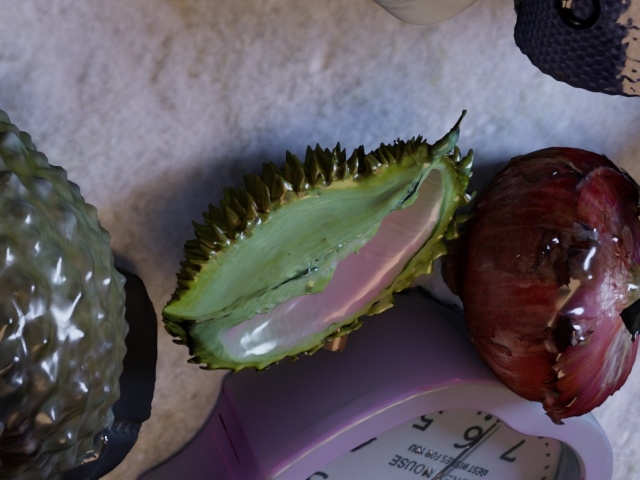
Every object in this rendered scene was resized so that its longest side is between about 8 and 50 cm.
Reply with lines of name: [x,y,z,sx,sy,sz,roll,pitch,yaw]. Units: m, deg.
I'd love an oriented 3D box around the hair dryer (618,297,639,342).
hair dryer: [0.265,0.001,1.292,0.359,0.120,0.304,-34,158,-46]

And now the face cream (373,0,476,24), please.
face cream: [-0.033,-0.231,1.017,0.102,0.102,0.345,-45,135,13]

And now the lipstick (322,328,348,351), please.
lipstick: [0.019,0.026,1.299,0.019,0.019,0.094,8,103,-33]

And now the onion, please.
onion: [0.144,0.026,1.306,0.147,0.184,0.184,-4,147,33]

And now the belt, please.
belt: [0.207,-0.169,1.140,0.230,0.139,0.126,-24,134,-46]

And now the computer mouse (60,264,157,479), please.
computer mouse: [-0.157,0.098,1.258,0.106,0.062,0.192,-6,131,-24]

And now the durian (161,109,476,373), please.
durian: [-0.004,-0.005,1.233,0.220,0.095,0.137,-29,152,-5]

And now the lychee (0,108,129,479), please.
lychee: [-0.224,0.035,1.023,0.255,0.274,0.255,7,144,5]

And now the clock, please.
clock: [0.040,0.195,1.420,0.338,0.102,0.338,-14,133,-16]
